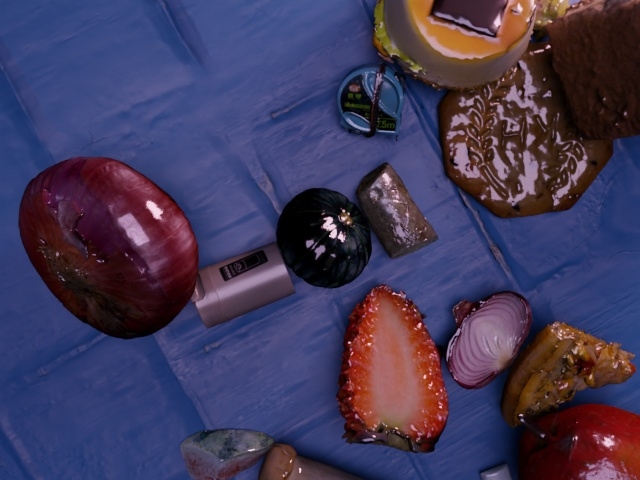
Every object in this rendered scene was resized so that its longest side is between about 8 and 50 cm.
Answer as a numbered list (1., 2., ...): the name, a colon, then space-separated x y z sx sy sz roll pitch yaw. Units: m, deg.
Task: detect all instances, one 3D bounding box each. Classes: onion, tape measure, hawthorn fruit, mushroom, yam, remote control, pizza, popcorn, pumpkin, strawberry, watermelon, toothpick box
1. onion: -0.346 -0.006 1.256 0.347 0.347 0.285 41 46 -4
2. tape measure: 0.094 -0.264 1.349 0.125 0.081 0.146 9 115 6
3. hawthorn fruit: 0.491 0.416 1.306 0.369 0.285 0.285 37 89 -9
4. mushroom: 0.066 0.525 1.359 0.407 0.137 0.154 25 102 -2
5. yam: 0.137 -0.051 1.362 0.107 0.107 0.183 -31 92 -2
6. remote control: 0.372 0.529 1.431 0.061 0.029 0.162 -21 94 -1
7. pizza: 0.463 0.276 1.378 0.287 0.074 0.251 20 123 -32
8. onion: 0.324 0.185 1.383 0.206 0.098 0.151 -49 58 10
9. popcorn: 0.433 -0.448 1.376 0.097 0.089 0.109 6 81 31
10. pumpkin: 0.007 -0.006 1.317 0.150 0.194 0.194 -34 94 17
11. strawberry: 0.130 0.250 1.373 0.233 0.137 0.306 13 65 -23
12. watermelon: -0.178 0.417 1.383 0.180 0.081 0.094 -17 119 2
13. toothpick box: -0.149 0.083 1.341 0.180 0.111 0.111 -21 93 -4

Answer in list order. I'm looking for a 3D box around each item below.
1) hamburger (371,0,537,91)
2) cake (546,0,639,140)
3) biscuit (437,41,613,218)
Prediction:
1. hamburger: 0.249 -0.415 1.310 0.294 0.179 0.276 16 82 -2
2. cake: 0.600 -0.342 1.268 0.290 0.255 0.282 -25 102 -26
3. biscuit: 0.403 -0.215 1.401 0.359 0.046 0.359 0 93 -4
